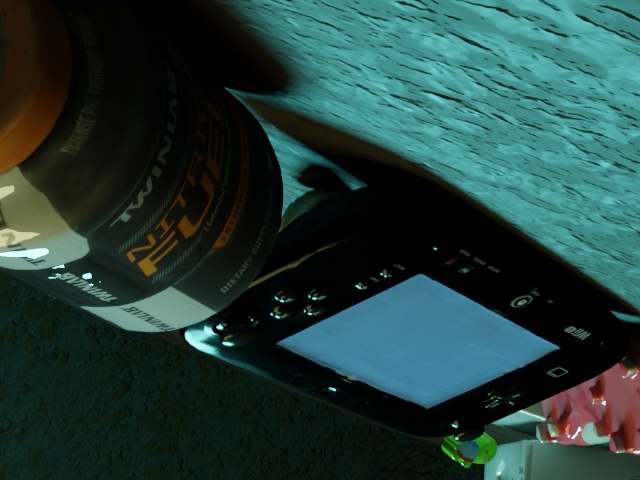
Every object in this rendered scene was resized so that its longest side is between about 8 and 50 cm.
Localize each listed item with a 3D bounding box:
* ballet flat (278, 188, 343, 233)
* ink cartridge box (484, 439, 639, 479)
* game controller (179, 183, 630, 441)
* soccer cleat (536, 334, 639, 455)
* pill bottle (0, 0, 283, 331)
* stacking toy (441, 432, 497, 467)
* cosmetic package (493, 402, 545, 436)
[{"bbox_3d":[0.000,0.000,1.194,0.052,0.057,0.168,31,177,22],"label":"ballet flat"},{"bbox_3d":[0.294,0.245,1.665,0.289,0.122,0.211,6,171,-3],"label":"ink cartridge box"},{"bbox_3d":[0.058,0.051,1.147,0.166,0.067,0.319,-18,155,28],"label":"game controller"},{"bbox_3d":[0.218,0.103,1.338,0.095,0.083,0.248,-13,175,-14],"label":"soccer cleat"},{"bbox_3d":[-0.112,-0.043,0.850,0.130,0.130,0.245,17,173,20],"label":"pill bottle"},{"bbox_3d":[0.039,0.097,1.589,0.221,0.052,0.167,36,180,-41],"label":"stacking toy"},{"bbox_3d":[0.173,0.127,1.644,0.099,0.060,0.239,15,172,14],"label":"cosmetic package"}]
